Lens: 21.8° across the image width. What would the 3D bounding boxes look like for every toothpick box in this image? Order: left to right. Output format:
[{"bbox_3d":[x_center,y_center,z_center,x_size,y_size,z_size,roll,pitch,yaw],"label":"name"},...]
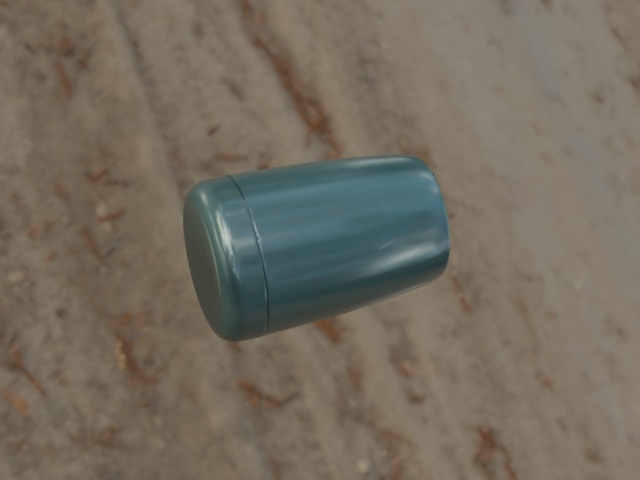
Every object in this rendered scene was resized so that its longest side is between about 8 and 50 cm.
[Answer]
[{"bbox_3d":[0.000,0.000,1.224,0.184,0.120,0.120,-12,64,-16],"label":"toothpick box"}]
